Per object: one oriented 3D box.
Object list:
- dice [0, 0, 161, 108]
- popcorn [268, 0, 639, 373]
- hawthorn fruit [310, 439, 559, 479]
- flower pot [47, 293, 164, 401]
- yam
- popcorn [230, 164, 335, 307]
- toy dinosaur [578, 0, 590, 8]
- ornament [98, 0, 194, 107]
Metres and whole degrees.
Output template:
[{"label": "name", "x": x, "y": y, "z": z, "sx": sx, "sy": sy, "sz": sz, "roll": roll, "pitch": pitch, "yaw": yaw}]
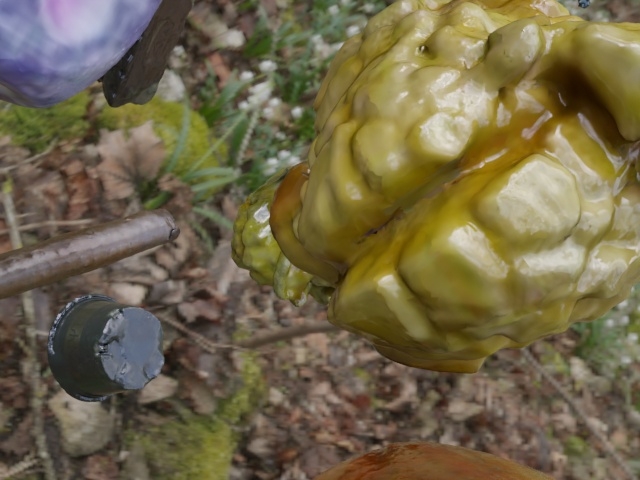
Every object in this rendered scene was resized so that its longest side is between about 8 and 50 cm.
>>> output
[{"label": "dice", "x": -0.272, "y": -0.277, "z": 0.915, "sx": 0.271, "sy": 0.270, "sz": 0.270, "roll": 34, "pitch": 80, "yaw": -46}, {"label": "popcorn", "x": 0.110, "y": -0.045, "z": 0.721, "sx": 0.265, "sy": 0.332, "sz": 0.225, "roll": -32, "pitch": 104, "yaw": -40}, {"label": "hawthorn fruit", "x": 0.082, "y": 0.373, "z": 0.892, "sx": 0.471, "sy": 0.471, "sz": 0.472, "roll": 4, "pitch": 83, "yaw": -34}, {"label": "flower pot", "x": -0.295, "y": 0.152, "z": 1.715, "sx": 0.157, "sy": 0.106, "sz": 0.158, "roll": 7, "pitch": 80, "yaw": -46}, {"label": "yam", "x": -0.259, "y": 0.017, "z": 1.201, "sx": 0.264, "sy": 0.046, "sz": 0.046, "roll": -20, "pitch": 96, "yaw": -31}, {"label": "popcorn", "x": 0.002, "y": -0.002, "z": 1.427, "sx": 0.218, "sy": 0.189, "sz": 0.170, "roll": -17, "pitch": 126, "yaw": -6}, {"label": "toy dinosaur", "x": 0.265, "y": -0.330, "z": 1.362, "sx": 0.154, "sy": 0.055, "sz": 0.049, "roll": 56, "pitch": 22, "yaw": -10}, {"label": "ornament", "x": -0.314, "y": -0.351, "z": 1.735, "sx": 0.106, "sy": 0.260, "sz": 0.251, "roll": -10, "pitch": 133, "yaw": -57}]
